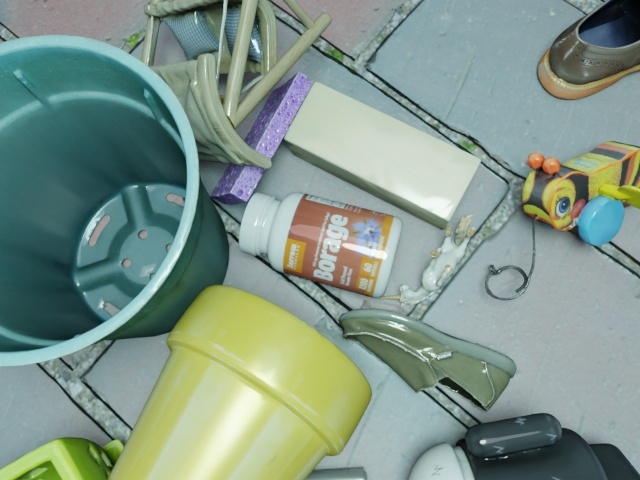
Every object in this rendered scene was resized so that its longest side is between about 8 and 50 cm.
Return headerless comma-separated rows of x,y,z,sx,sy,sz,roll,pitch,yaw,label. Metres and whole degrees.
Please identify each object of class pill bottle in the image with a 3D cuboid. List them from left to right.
0.000,0.000,0.770,0.216,0.121,0.121,14,78,7,pill bottle

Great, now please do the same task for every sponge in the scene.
-0.091,-0.152,0.817,0.031,0.117,0.210,32,79,-22,sponge

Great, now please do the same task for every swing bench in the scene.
-0.160,-0.247,0.761,0.253,0.165,0.254,11,74,43,swing bench

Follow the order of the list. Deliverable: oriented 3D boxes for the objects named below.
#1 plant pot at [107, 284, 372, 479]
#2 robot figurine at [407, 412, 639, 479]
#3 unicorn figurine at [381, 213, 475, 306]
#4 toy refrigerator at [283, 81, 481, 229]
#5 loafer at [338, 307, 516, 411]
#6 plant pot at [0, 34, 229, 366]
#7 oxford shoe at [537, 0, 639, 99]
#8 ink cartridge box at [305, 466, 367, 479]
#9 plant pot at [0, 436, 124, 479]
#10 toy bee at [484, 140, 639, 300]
-0.103,0.220,0.628,0.254,0.254,0.239,29,63,10,plant pot
0.243,0.325,0.648,0.278,0.173,0.209,-7,69,2,robot figurine
0.167,0.039,0.769,0.162,0.111,0.060,-32,66,-19,unicorn figurine
0.091,-0.125,0.811,0.270,0.094,0.102,27,86,11,toy refrigerator
0.138,0.163,0.735,0.251,0.094,0.087,19,74,8,loafer
-0.275,-0.012,0.682,0.342,0.334,0.340,-1,76,4,plant pot
0.518,-0.339,0.811,0.364,0.132,0.129,-30,76,-4,oxford shoe
-0.030,0.381,0.701,0.191,0.082,0.139,-6,75,5,ink cartridge box
-0.318,0.386,0.654,0.228,0.207,0.227,-32,76,-4,plant pot
0.349,-0.064,0.726,0.195,0.162,0.298,12,49,43,toy bee
